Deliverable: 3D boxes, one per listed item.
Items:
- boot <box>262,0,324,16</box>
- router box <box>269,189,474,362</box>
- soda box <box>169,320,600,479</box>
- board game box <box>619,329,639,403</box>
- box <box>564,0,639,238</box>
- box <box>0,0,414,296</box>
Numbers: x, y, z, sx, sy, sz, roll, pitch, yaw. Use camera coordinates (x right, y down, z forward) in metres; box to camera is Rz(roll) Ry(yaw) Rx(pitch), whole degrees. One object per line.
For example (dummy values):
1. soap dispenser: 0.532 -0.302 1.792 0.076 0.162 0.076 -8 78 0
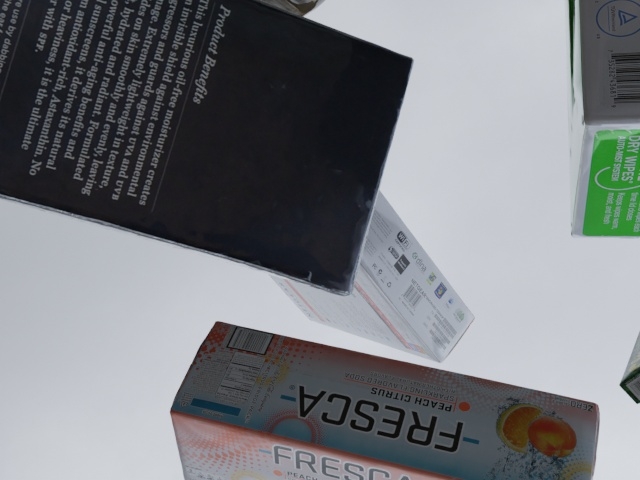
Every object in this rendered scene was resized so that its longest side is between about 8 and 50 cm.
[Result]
1. boot: -0.088 -0.284 0.898 0.082 0.219 0.106 -53 -178 -38
2. router box: 0.000 0.000 1.245 0.082 0.335 0.301 -51 -148 -19
3. soda box: 0.027 0.093 0.429 0.183 0.063 0.058 11 -135 14
4. board game box: 0.371 0.057 0.920 0.136 0.030 0.259 -42 178 33
5. box: 0.253 -0.143 0.515 0.231 0.127 0.262 -1 -118 11
6. box: -0.131 -0.091 0.726 0.296 0.294 0.183 -168 -85 -71
